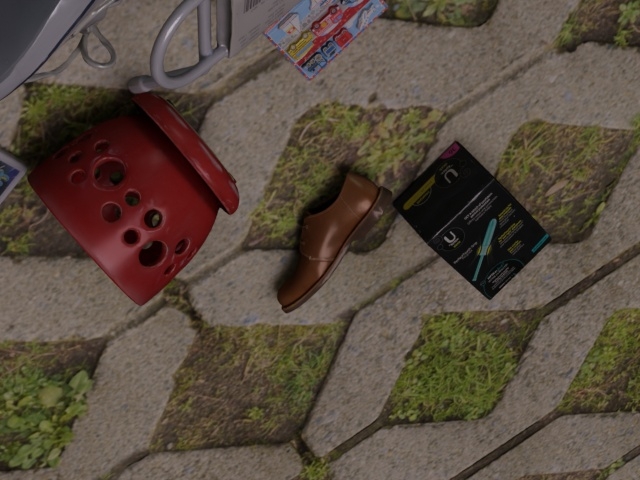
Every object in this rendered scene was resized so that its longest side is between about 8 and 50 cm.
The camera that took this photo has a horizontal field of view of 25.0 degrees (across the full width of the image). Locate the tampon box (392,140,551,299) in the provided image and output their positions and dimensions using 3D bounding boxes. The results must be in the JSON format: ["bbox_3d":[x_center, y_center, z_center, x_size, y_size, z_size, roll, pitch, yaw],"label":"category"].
[{"bbox_3d":[0.199,-0.025,1.879,0.120,0.101,0.161,-44,132,6],"label":"tampon box"}]

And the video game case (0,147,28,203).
[{"bbox_3d":[-0.446,-0.046,1.552,0.201,0.023,0.183,-49,132,10],"label":"video game case"}]

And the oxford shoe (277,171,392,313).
[{"bbox_3d":[0.000,0.000,1.823,0.076,0.076,0.212,33,109,-11],"label":"oxford shoe"}]

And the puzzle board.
[{"bbox_3d":[0.007,-0.254,1.660,0.128,0.011,0.096,-43,133,5],"label":"puzzle board"}]

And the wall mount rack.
[{"bbox_3d":[-0.074,-0.263,1.412,0.350,0.130,0.304,-41,161,-25],"label":"wall mount rack"}]

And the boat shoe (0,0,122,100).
[{"bbox_3d":[-0.249,-0.250,1.442,0.367,0.136,0.156,-45,155,17],"label":"boat shoe"}]

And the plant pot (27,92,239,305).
[{"bbox_3d":[-0.196,-0.051,1.581,0.174,0.191,0.191,-40,134,-6],"label":"plant pot"}]
